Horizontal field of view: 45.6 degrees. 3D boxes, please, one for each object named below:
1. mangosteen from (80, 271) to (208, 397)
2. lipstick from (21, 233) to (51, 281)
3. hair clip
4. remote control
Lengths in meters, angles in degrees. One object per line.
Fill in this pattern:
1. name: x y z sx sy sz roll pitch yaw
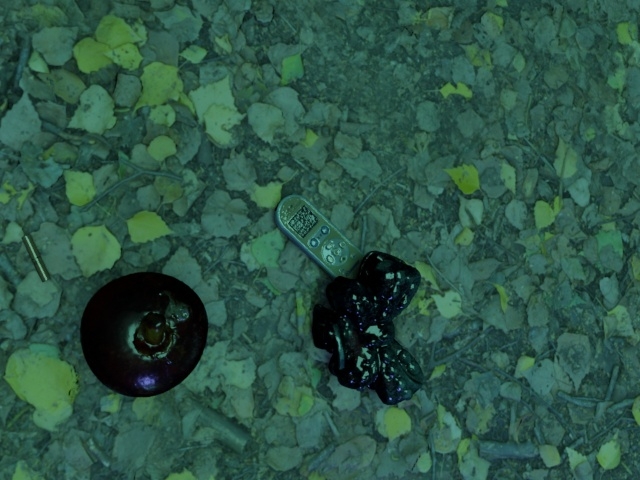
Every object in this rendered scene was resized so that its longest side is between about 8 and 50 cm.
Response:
1. mangosteen: -0.312 0.169 1.384 0.236 0.261 0.235 3 83 -20
2. lipstick: -0.539 0.033 1.444 0.019 0.019 0.094 -26 94 -20
3. hair clip: 0.099 0.183 1.553 0.207 0.194 0.310 -6 101 -12
4. remote control: 0.000 0.000 1.623 0.244 0.047 0.087 44 77 -12
